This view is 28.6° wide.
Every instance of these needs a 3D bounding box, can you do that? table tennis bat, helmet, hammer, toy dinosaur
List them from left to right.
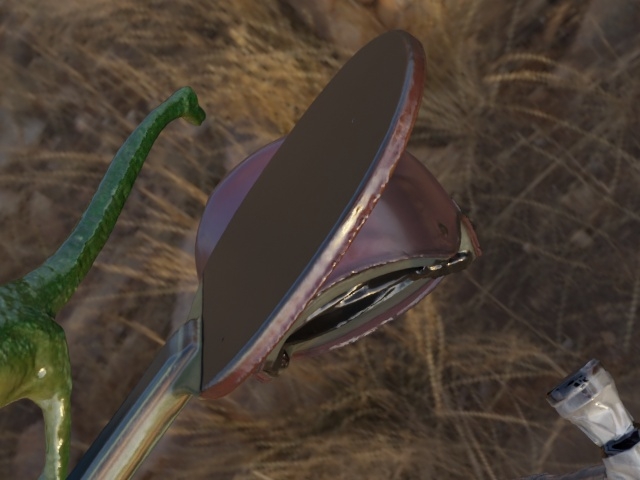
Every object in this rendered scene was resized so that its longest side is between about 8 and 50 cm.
[{"bbox_3d":[-0.224,0.031,0.829,0.087,0.447,0.301,13,98,30],"label":"toy dinosaur"},{"bbox_3d":[-0.038,0.024,0.551,0.274,0.021,0.154,-53,18,18],"label":"table tennis bat"},{"bbox_3d":[0.000,0.000,1.234,0.271,0.338,0.197,-33,82,7],"label":"helmet"},{"bbox_3d":[0.187,0.189,0.994,0.044,0.427,0.152,-36,84,-13],"label":"hammer"}]
